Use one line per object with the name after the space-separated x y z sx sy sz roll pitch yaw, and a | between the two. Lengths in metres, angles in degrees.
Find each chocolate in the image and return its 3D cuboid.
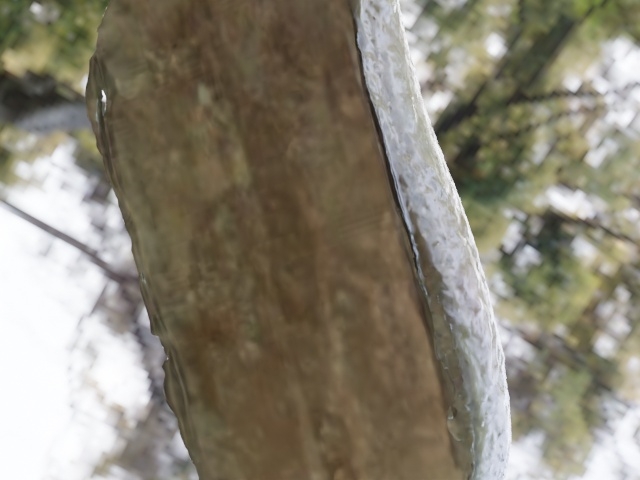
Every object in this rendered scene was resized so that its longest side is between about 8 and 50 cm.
0.000 0.000 0.929 0.185 0.100 0.303 -16 -89 46 | chocolate
